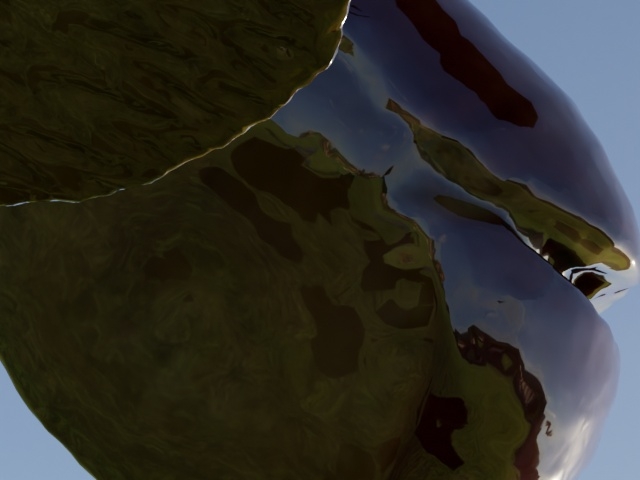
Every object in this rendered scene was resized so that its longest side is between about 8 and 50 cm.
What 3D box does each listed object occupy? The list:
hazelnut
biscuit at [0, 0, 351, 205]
[{"bbox_3d":[0.000,0.000,1.077,0.409,0.359,0.359,44,-31,1],"label":"hazelnut"},{"bbox_3d":[-0.104,-0.123,0.498,0.262,0.037,0.262,2,-58,3],"label":"biscuit"}]
